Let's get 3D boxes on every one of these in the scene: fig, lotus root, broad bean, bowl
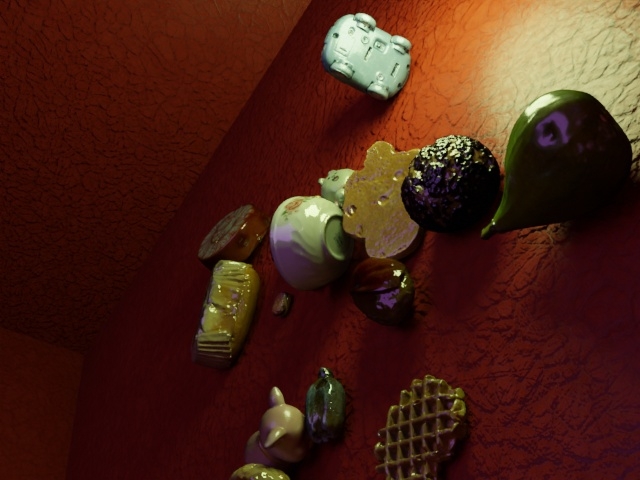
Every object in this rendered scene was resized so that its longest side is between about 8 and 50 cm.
[{"bbox_3d":[0.422,-0.145,1.162,0.314,0.233,0.233,-26,44,56],"label":"fig"},{"bbox_3d":[0.013,0.404,1.529,0.113,0.088,0.192,-32,38,32],"label":"lotus root"},{"bbox_3d":[0.155,0.120,1.499,0.156,0.122,0.228,-52,30,-3],"label":"broad bean"},{"bbox_3d":[0.000,0.000,1.744,0.145,0.277,0.277,-13,54,40],"label":"bowl"}]

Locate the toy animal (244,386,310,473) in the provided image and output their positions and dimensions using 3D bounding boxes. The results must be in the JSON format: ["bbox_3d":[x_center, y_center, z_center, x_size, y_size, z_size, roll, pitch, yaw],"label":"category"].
[{"bbox_3d":[-0.111,0.517,1.584,0.165,0.149,0.248,-108,30,-48],"label":"toy animal"}]

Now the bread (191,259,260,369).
[{"bbox_3d":[-0.336,0.262,2.202,0.236,0.183,0.389,148,136,-70],"label":"bread"}]

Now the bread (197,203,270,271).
[{"bbox_3d":[-0.343,-0.004,2.431,0.327,0.114,0.295,-16,36,51],"label":"bread"}]

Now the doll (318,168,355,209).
[{"bbox_3d":[0.075,-0.146,1.897,0.155,0.113,0.275,-41,23,-3],"label":"doll"}]

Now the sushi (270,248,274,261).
[{"bbox_3d":[-0.066,-0.018,1.999,0.126,0.136,0.225,-20,42,50],"label":"sushi"}]

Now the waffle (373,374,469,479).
[{"bbox_3d":[0.205,0.398,1.233,0.253,0.056,0.249,-54,28,15],"label":"waffle"}]

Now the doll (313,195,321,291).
[{"bbox_3d":[-0.020,0.007,1.889,0.117,0.086,0.291,69,-157,-77],"label":"doll"}]

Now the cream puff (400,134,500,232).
[{"bbox_3d":[0.292,-0.135,1.437,0.239,0.164,0.239,-43,30,33],"label":"cream puff"}]

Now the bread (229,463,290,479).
[{"bbox_3d":[-0.128,0.649,1.464,0.244,0.134,0.245,-11,75,50],"label":"bread"}]

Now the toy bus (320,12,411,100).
[{"bbox_3d":[0.133,-0.576,1.990,0.197,0.294,0.232,-66,17,0],"label":"toy bus"}]

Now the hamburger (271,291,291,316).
[{"bbox_3d":[-0.125,0.206,1.995,0.076,0.044,0.083,-13,57,54],"label":"hamburger"}]

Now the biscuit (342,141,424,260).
[{"bbox_3d":[0.177,-0.109,1.664,0.269,0.051,0.376,-21,56,27],"label":"biscuit"}]
